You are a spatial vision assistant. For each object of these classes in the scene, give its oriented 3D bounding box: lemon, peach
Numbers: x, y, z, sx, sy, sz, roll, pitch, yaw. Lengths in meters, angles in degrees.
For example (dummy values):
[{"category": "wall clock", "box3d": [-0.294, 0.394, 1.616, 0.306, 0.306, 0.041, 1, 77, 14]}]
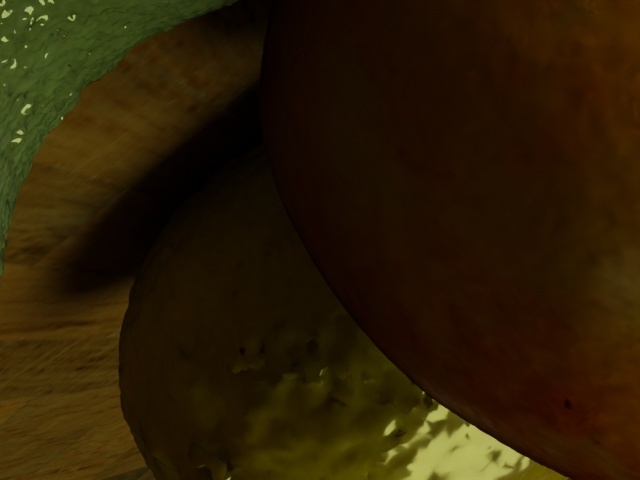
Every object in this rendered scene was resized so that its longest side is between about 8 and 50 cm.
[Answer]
[{"category": "lemon", "box3d": [0.036, 0.052, 0.837, 0.322, 0.268, 0.268, -30, 168, -40]}, {"category": "peach", "box3d": [0.140, -0.040, 0.584, 0.308, 0.332, 0.308, -41, 162, -16]}]

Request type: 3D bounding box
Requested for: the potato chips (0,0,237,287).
[{"category": "potato chips", "box3d": [-0.082, -0.054, 0.498, 0.228, 0.059, 0.167, -48, 173, 26]}]
